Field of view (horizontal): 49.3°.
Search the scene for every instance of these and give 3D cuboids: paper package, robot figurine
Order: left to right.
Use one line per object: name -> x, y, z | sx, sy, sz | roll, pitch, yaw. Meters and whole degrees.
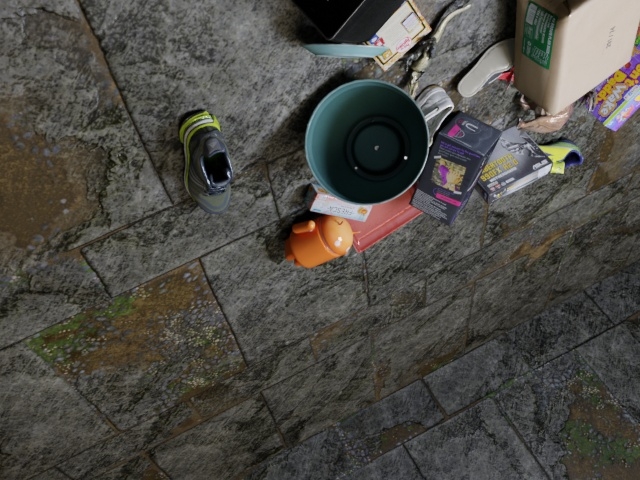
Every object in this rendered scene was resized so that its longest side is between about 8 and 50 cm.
robot figurine -> -0.001, 0.000, 1.988 | 0.220, 0.158, 0.128 | -24, -167, 28
paper package -> 0.644, -0.533, 1.746 | 0.310, 0.168, 0.324 | -36, 146, -15

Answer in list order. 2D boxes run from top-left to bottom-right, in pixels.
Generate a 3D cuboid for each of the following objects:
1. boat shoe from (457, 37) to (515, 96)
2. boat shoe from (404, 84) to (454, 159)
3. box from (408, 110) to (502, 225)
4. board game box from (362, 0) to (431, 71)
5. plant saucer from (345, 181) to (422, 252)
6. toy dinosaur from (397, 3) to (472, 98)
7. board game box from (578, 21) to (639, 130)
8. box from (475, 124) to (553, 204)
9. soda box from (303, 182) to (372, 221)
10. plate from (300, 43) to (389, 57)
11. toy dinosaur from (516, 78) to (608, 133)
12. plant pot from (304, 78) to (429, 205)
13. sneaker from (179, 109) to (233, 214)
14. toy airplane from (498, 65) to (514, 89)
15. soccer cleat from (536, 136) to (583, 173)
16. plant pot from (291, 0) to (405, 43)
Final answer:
boat shoe -> 0.448, -0.460, 1.858 | 0.206, 0.075, 0.065 | -41, -178, 8
boat shoe -> 0.257, -0.283, 1.884 | 0.098, 0.096, 0.277 | 0, 136, -41
box -> 0.383, -0.204, 1.995 | 0.165, 0.143, 0.270 | -46, 161, -45
board game box -> 0.150, -0.486, 1.565 | 0.147, 0.045, 0.193 | -40, 147, 11
plant saucer -> 0.180, -0.097, 2.119 | 0.259, 0.047, 0.259 | -33, 149, 1
toy dinosaur -> 0.255, -0.454, 1.672 | 0.118, 0.064, 0.268 | -31, 161, -49
board game box -> 0.866, -0.518, 1.958 | 0.078, 0.233, 0.347 | 7, 131, -45
box -> 0.558, -0.234, 2.129 | 0.231, 0.183, 0.056 | -26, 149, -9
soda box -> 0.049, -0.105, 1.936 | 0.183, 0.063, 0.058 | 11, 119, -28
plate -> 0.052, -0.402, 1.482 | 0.188, 0.188, 0.024 | -7, 105, -34
toy dinosaur -> 0.681, -0.386, 1.994 | 0.201, 0.127, 0.295 | 13, 137, -8
plant pot -> 0.127, -0.231, 1.711 | 0.293, 0.293, 0.196 | -40, 173, 12
sneaker -> -0.254, -0.150, 1.605 | 0.111, 0.121, 0.300 | -23, 147, -14
toy airplane -> 0.542, -0.485, 1.913 | 0.151, 0.028, 0.151 | -9, 136, -9
soccer cleat -> 0.743, -0.260, 2.308 | 0.289, 0.121, 0.093 | -19, 146, -19
plant pot -> 0.064, -0.496, 1.365 | 0.187, 0.188, 0.167 | -46, 157, 20
